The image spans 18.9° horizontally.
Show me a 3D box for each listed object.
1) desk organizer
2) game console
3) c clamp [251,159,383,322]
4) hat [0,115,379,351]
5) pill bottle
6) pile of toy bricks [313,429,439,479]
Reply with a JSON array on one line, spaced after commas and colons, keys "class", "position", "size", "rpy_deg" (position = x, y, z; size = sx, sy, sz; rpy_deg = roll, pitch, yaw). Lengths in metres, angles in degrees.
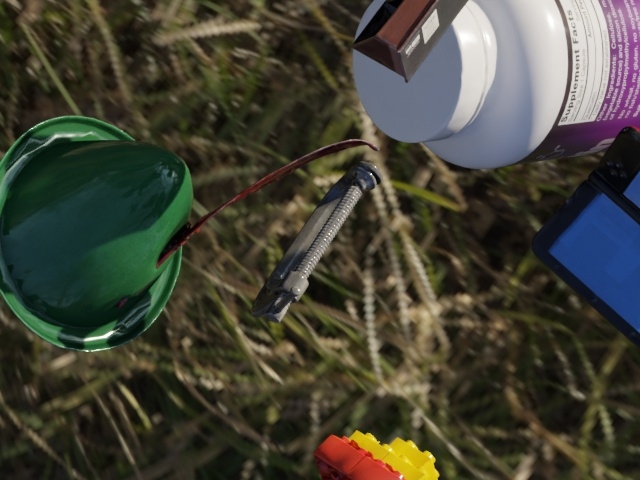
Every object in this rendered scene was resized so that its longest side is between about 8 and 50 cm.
[{"class": "desk organizer", "position": [0.074, -0.179, 1.321], "size": [0.050, 0.047, 0.130], "rpy_deg": [32, 76, 20]}, {"class": "game console", "position": [0.258, 0.002, 1.533], "size": [0.144, 0.124, 0.085], "rpy_deg": [42, 65, 9]}, {"class": "c clamp", "position": [0.000, 0.000, 1.345], "size": [0.022, 0.137, 0.161], "rpy_deg": [36, 62, -8]}, {"class": "hat", "position": [-0.113, -0.030, 1.372], "size": [0.173, 0.183, 0.208], "rpy_deg": [46, 54, -24]}, {"class": "pill bottle", "position": [0.185, -0.157, 1.610], "size": [0.323, 0.181, 0.182], "rpy_deg": [-10, 106, -41]}, {"class": "pile of toy bricks", "position": [0.074, 0.134, 0.671], "size": [0.105, 0.118, 0.212], "rpy_deg": [-42, 140, -23]}]
